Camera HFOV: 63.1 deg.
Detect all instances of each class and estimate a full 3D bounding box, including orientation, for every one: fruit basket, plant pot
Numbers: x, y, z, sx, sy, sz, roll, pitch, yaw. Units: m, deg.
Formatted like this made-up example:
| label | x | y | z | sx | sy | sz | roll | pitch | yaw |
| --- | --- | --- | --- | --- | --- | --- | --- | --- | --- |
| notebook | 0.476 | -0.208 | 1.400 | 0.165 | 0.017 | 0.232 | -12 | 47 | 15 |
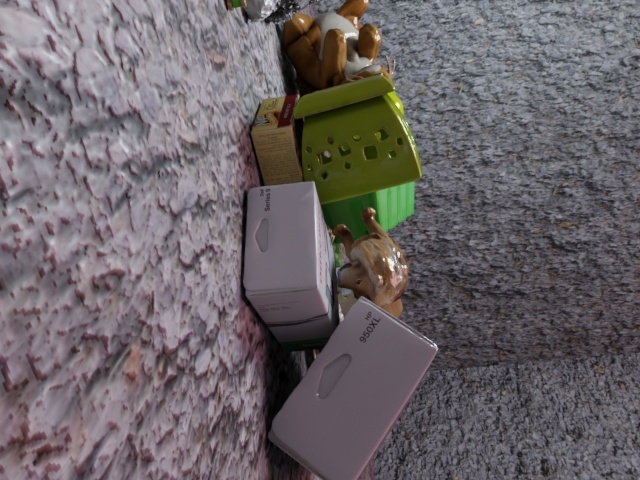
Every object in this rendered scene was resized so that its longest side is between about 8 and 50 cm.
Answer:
| label | x | y | z | sx | sy | sz | roll | pitch | yaw |
| --- | --- | --- | --- | --- | --- | --- | --- | --- | --- |
| fruit basket | 0.109 | -0.205 | 1.380 | 0.392 | 0.283 | 0.391 | 29 | 56 | -55 |
| plant pot | 0.071 | -0.214 | 1.055 | 0.227 | 0.229 | 0.207 | -68 | 144 | -71 |
| plant pot | 0.086 | 0.170 | 1.482 | 0.108 | 0.109 | 0.096 | -90 | 157 | -44 |

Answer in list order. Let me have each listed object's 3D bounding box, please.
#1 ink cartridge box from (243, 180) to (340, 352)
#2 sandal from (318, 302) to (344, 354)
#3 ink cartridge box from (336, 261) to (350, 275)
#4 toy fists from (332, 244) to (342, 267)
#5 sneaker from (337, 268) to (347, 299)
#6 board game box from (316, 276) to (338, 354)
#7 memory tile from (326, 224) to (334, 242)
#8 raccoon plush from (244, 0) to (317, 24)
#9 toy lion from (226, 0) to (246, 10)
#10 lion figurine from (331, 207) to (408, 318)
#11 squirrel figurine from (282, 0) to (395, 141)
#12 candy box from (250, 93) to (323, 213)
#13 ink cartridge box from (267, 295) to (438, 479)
| label | x | y | z | sx | sy | sz | roll | pitch | yaw |
| --- | --- | --- | --- | --- | --- | --- | --- | --- | --- |
| ink cartridge box | -0.042 | 0.059 | 0.957 | 0.289 | 0.122 | 0.211 | 72 | 13 | -61 |
| sandal | 0.006 | 0.222 | 1.349 | 0.169 | 0.102 | 0.415 | 117 | -45 | -76 |
| ink cartridge box | 0.138 | 0.270 | 2.207 | 0.309 | 0.130 | 0.271 | -80 | 163 | -68 |
| toy fists | 0.000 | 0.000 | 1.503 | 0.279 | 0.096 | 0.142 | 63 | 8 | -67 |
| sneaker | 0.115 | 0.191 | 1.675 | 0.297 | 0.111 | 0.129 | 73 | 17 | -49 |
| board game box | 0.029 | 0.224 | 1.621 | 0.316 | 0.064 | 0.242 | 51 | 33 | -77 |
| memory tile | -0.015 | 0.035 | 1.216 | 0.148 | 0.012 | 0.113 | -57 | -163 | 8 |
| raccoon plush | -0.002 | -0.606 | 1.222 | 0.216 | 0.300 | 0.446 | 75 | 11 | -50 |
| toy lion | -0.160 | -0.464 | 0.917 | 0.100 | 0.034 | 0.096 | 62 | 15 | -70 |
| lion figurine | 0.126 | 0.093 | 1.131 | 0.240 | 0.142 | 0.392 | 64 | 3 | 35 |
| squirrel figurine | 0.077 | -0.465 | 1.567 | 0.370 | 0.281 | 0.397 | 55 | -30 | 17 |
| candy box | -0.062 | -0.131 | 1.128 | 0.182 | 0.088 | 0.316 | -85 | 165 | -55 |
| ink cartridge box | 0.081 | 0.302 | 1.023 | 0.285 | 0.166 | 0.395 | -55 | 162 | -10 |
